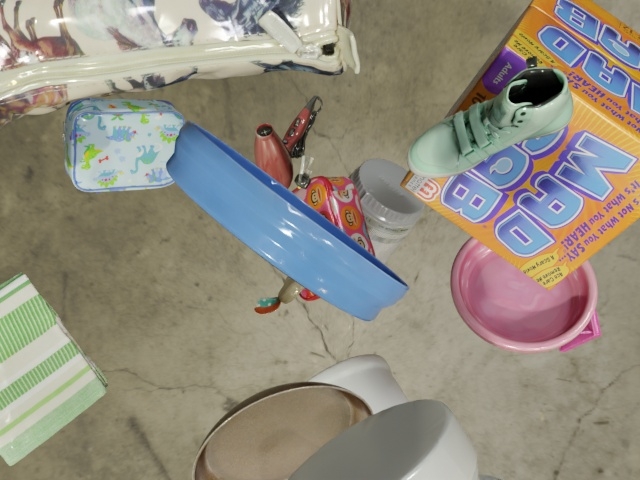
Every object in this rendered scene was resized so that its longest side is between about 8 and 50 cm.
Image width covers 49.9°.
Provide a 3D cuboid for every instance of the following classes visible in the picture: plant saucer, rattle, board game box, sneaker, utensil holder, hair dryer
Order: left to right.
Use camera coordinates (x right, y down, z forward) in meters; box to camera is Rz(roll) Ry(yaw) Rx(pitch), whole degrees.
[{"bbox_3d":[-0.061,0.336,1.133,0.311,0.310,0.050,-28,42,-4],"label":"plant saucer"},{"bbox_3d":[-0.080,-0.215,1.506,0.080,0.293,0.223,10,100,15],"label":"hair dryer"},{"bbox_3d":[-0.022,0.111,1.418,0.143,0.130,0.199,45,72,-27],"label":"rattle"},{"bbox_3d":[0.124,0.536,1.717,0.328,0.327,0.385,-32,58,-4],"label":"utensil holder"},{"bbox_3d":[0.234,-0.177,0.995,0.256,0.151,0.094,-21,72,13],"label":"sneaker"},{"bbox_3d":[0.472,0.115,1.623,0.333,0.084,0.331,-2,60,4],"label":"plant saucer"},{"bbox_3d":[0.437,-0.205,1.306,0.357,0.356,0.356,36,47,2],"label":"board game box"}]

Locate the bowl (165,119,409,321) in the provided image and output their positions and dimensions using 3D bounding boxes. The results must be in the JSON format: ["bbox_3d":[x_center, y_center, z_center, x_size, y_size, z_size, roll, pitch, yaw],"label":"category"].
[{"bbox_3d":[-0.049,-0.022,0.983,0.391,0.391,0.077,37,94,7],"label":"bowl"}]

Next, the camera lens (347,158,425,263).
[{"bbox_3d":[0.129,-0.057,1.855,0.220,0.274,0.219,18,44,-18],"label":"camera lens"}]

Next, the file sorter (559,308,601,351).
[{"bbox_3d":[0.579,0.134,1.811,0.183,0.202,0.290,-1,69,-7],"label":"file sorter"}]

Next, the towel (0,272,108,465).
[{"bbox_3d":[-0.598,0.254,1.359,0.248,0.038,0.324,-38,122,-23],"label":"towel"}]

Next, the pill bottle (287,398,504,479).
[{"bbox_3d":[0.095,0.253,0.432,0.162,0.162,0.278,-32,92,-4],"label":"pill bottle"}]

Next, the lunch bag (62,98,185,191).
[{"bbox_3d":[-0.378,-0.181,1.324,0.219,0.176,0.090,-7,33,-30],"label":"lunch bag"}]

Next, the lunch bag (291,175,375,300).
[{"bbox_3d":[0.000,0.000,1.749,0.120,0.258,0.292,-5,74,-42],"label":"lunch bag"}]

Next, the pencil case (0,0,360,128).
[{"bbox_3d":[-0.170,-0.211,0.664,0.411,0.159,0.183,-10,42,-3],"label":"pencil case"}]
